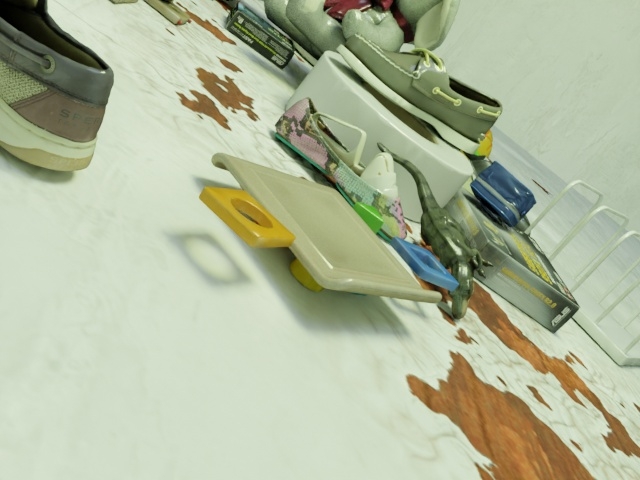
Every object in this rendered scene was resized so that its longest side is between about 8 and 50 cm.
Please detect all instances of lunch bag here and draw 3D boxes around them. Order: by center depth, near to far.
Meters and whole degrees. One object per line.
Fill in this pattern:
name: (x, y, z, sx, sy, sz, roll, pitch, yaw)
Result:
lunch bag: (0.279, -0.065, 1.218, 0.098, 0.065, 0.067, 47, 5, 28)

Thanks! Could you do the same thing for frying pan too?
frying pan: (0.340, -0.102, 1.546, 0.197, 0.053, 0.326, 53, 18, -21)

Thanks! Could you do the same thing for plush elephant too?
plush elephant: (0.106, -0.387, 1.349, 0.330, 0.255, 0.272, 40, 4, -15)

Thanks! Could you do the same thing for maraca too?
maraca: (0.364, -0.227, 1.892, 0.127, 0.099, 0.186, 9, 60, -67)

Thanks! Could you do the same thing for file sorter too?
file sorter: (0.498, 0.056, 1.368, 0.193, 0.173, 0.278, 12, 33, -54)

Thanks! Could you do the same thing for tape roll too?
tape roll: (0.089, -0.154, 1.181, 0.286, 0.100, 0.286, 35, 19, -13)

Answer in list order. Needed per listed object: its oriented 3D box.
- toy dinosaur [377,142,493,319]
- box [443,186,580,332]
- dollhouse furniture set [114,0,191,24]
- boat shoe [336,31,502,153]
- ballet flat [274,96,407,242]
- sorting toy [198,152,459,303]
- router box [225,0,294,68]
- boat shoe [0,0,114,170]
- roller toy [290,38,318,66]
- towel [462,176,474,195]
toy dinosaur: (0.151, -0.009, 0.990, 0.118, 0.064, 0.268, 44, 18, -49)
box: (0.277, 0.019, 1.209, 0.183, 0.056, 0.231, 35, 19, -17)
dollhouse furniture set: (-0.215, -0.377, 1.065, 0.129, 0.129, 0.184, 38, 17, -6)
boat shoe: (0.153, -0.233, 1.184, 0.305, 0.091, 0.109, 25, 23, -36)
ballet flat: (0.038, -0.095, 0.979, 0.221, 0.079, 0.077, 44, 18, 13)
sorting toy: (0.000, 0.000, 0.744, 0.196, 0.047, 0.347, 46, 19, 31)
router box: (-0.104, -0.355, 1.371, 0.122, 0.038, 0.092, 33, 20, -20)
boat shoe: (-0.246, -0.170, 0.584, 0.285, 0.092, 0.103, 47, 20, 20)
roller toy: (0.050, -0.418, 1.641, 0.191, 0.146, 0.209, 43, 18, 9)
towel: (0.234, -0.097, 1.389, 0.148, 0.027, 0.110, 21, 48, -47)
